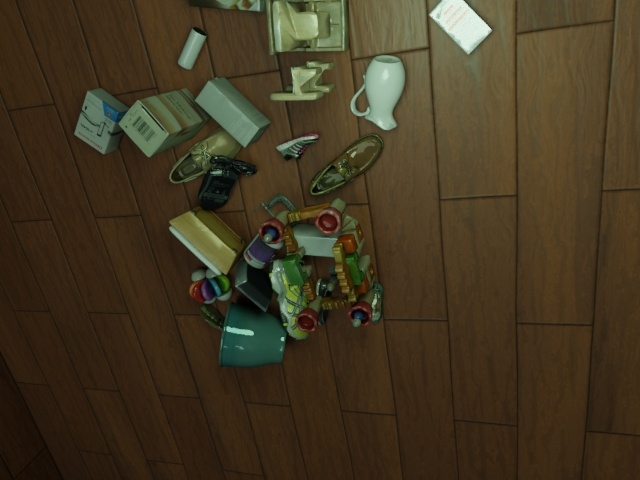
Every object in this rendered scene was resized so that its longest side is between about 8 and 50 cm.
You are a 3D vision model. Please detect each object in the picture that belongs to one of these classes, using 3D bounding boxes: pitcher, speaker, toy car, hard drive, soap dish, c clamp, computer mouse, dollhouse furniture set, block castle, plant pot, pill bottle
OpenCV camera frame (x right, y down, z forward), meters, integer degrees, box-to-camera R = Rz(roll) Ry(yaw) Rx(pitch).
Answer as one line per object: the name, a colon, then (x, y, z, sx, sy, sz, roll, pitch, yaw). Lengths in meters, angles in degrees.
pitcher: (0.178, -0.479, 1.560, 0.178, 0.125, 0.207, 23, 132, 24)
speaker: (-0.445, -0.667, 1.698, 0.055, 0.055, 0.136, 37, 120, -1)
toy car: (-0.475, 0.202, 2.075, 0.182, 0.136, 0.159, -12, 110, 23)
hard drive: (-0.256, 0.163, 1.918, 0.054, 0.254, 0.172, -43, 107, 9)
soap dish: (-0.429, -0.014, 1.917, 0.291, 0.229, 0.118, 44, 103, -6)
c clamp: (-0.159, -0.100, 1.854, 0.161, 0.137, 0.022, 43, 164, -7)
computer mouse: (-0.377, -0.226, 1.860, 0.189, 0.072, 0.272, 11, 136, -35)
dollhouse furniture set: (-0.086, -0.619, 1.410, 0.257, 0.394, 0.361, 5, 116, 16)
block castle: (0.002, 0.101, 1.699, 0.303, 0.213, 0.453, -10, 113, 23)
plant pot: (-0.271, 0.408, 2.052, 0.255, 0.271, 0.271, 8, 118, -3)
pill bottle: (-0.209, 0.013, 1.915, 0.108, 0.108, 0.193, 40, 120, -3)

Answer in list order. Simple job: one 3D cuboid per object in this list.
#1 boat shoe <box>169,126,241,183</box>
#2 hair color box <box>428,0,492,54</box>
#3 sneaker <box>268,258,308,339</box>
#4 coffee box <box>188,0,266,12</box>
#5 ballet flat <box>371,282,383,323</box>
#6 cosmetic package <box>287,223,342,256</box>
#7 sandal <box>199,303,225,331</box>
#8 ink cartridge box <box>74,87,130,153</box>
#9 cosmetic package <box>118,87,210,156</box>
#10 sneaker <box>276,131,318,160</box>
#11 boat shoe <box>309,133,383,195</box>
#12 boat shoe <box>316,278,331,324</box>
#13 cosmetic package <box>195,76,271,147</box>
boat shoe: (-0.429, -0.309, 1.831, 0.341, 0.110, 0.121, -31, 102, 28)
hair color box: (0.412, -0.642, 1.436, 0.167, 0.053, 0.093, 43, 121, -6)
sneaker: (-0.094, 0.244, 1.974, 0.147, 0.145, 0.384, -13, 119, 4)
coffee box: (-0.290, -0.809, 1.555, 0.247, 0.098, 0.141, 10, 117, 13)
ballet flat: (0.208, 0.260, 1.924, 0.070, 0.070, 0.188, 5, 116, 16)
cosmetic package: (0.000, 0.000, 1.839, 0.231, 0.117, 0.085, 6, 117, 17)
sandal: (-0.472, 0.359, 2.196, 0.180, 0.072, 0.049, 38, 141, -7)
ink cartridge box: (-0.851, -0.463, 1.908, 0.148, 0.086, 0.203, 34, 119, 0)
cosmetic package: (-0.533, -0.419, 1.707, 0.129, 0.296, 0.153, -37, 101, 27)
sneaker: (-0.072, -0.330, 1.736, 0.171, 0.063, 0.074, -15, 109, 29)
boat shoe: (0.090, -0.248, 1.696, 0.307, 0.104, 0.110, -38, 99, 29)
boat shoe: (0.020, 0.254, 1.977, 0.065, 0.075, 0.206, 6, 112, 18)
cosmetic package: (-0.304, -0.453, 1.715, 0.238, 0.127, 0.107, 42, 119, -2)
